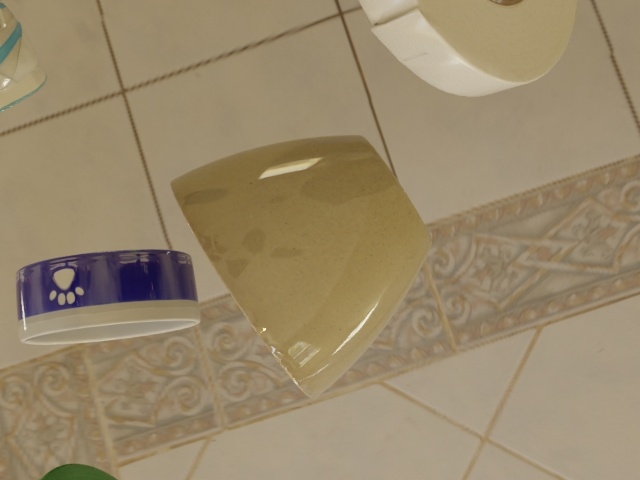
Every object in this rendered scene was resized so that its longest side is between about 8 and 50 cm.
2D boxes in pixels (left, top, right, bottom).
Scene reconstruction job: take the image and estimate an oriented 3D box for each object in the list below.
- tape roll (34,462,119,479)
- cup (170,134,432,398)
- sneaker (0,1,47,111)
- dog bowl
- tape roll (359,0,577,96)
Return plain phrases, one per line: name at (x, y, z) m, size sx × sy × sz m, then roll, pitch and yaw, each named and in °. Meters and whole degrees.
tape roll at (-0.261, 0.424, 1.233) m, size 0.077 × 0.321 × 0.321 m, roll -33°, pitch 78°, yaw 12°
cup at (0.000, 0.000, 1.323) m, size 0.237 × 0.331 × 0.331 m, roll -33°, pitch 78°, yaw 1°
sneaker at (-0.344, -0.136, 0.924) m, size 0.087 × 0.228 × 0.092 m, roll -3°, pitch 121°, yaw 28°
dog bowl at (-0.315, 0.087, 1.544) m, size 0.265 × 0.265 × 0.104 m, roll -9°, pitch 81°, yaw 6°
tape roll at (0.162, -0.358, 1.185) m, size 0.072 × 0.392 × 0.391 m, roll -12°, pitch 77°, yaw 43°
